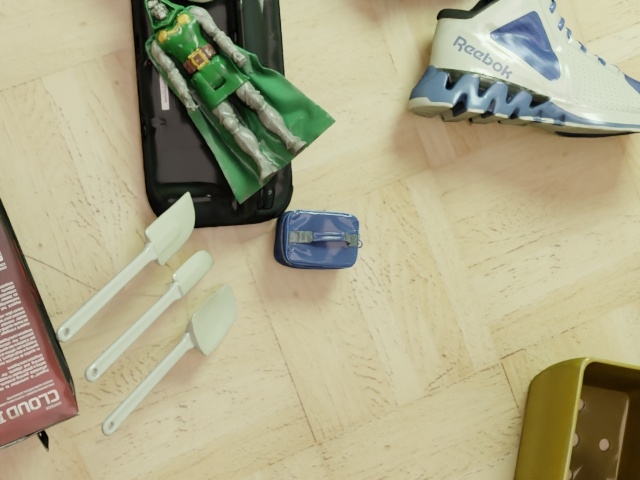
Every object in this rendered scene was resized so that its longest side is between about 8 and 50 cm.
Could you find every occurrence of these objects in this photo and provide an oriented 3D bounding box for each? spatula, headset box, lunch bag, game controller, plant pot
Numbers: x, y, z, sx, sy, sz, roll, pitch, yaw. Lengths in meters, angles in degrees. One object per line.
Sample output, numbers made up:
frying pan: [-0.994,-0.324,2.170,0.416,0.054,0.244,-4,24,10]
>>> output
spatula: [-0.173,0.081,1.239,0.242,0.019,0.168,-50,133,-45]
headset box: [-0.332,0.072,1.175,0.110,0.218,0.293,-22,95,-12]
lunch bag: [0.000,0.000,1.349,0.098,0.065,0.067,2,89,-15]
game controller: [-0.121,-0.175,1.327,0.166,0.067,0.319,-4,91,-2]
plant pot: [0.338,0.248,1.382,0.212,0.187,0.212,11,86,-15]

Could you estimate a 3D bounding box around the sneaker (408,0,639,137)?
sneaker: [0.266,-0.221,1.394,0.315,0.127,0.182,6,90,-14]

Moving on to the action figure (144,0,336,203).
action figure: [-0.111,-0.171,1.266,0.137,0.063,0.232,-41,88,3]

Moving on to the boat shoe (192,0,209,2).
boat shoe: [-0.196,-0.408,1.252,0.112,0.095,0.335,-28,87,-7]
